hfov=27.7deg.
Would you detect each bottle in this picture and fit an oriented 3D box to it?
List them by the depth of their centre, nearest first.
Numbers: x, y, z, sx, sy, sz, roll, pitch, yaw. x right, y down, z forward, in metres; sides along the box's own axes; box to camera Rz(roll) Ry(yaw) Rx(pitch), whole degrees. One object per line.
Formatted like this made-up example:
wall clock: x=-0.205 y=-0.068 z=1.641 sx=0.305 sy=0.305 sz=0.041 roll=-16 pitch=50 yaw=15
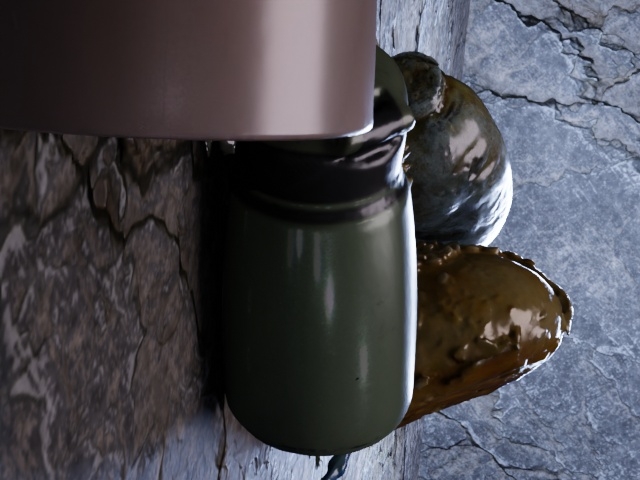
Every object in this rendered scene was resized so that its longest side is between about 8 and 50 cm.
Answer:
bottle: x=-0.001 y=-0.001 z=1.055 sx=0.168 sy=0.168 sz=0.347 roll=-67 pitch=160 yaw=-57

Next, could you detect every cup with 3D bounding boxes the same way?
cup: x=-0.073 y=-0.154 z=0.567 sx=0.253 sy=0.191 sz=0.200 roll=-134 pitch=-134 yaw=-77

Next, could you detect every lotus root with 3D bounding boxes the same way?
lotus root: x=0.134 y=-0.074 z=1.485 sx=0.349 sy=0.175 sz=0.175 roll=51 pitch=46 yaw=-57

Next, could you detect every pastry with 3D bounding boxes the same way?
pastry: x=0.113 y=0.097 z=1.458 sx=0.284 sy=0.316 sz=0.184 roll=108 pitch=-39 yaw=-73

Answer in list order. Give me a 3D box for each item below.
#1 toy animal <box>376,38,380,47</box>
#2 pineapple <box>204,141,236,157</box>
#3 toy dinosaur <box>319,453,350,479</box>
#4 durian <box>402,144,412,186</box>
toy animal: x=0.041 y=-0.230 z=1.447 sx=0.275 sy=0.054 sz=0.149 roll=74 pitch=23 yaw=-62
pineapple: x=0.010 y=-0.199 z=0.717 sx=0.362 sy=0.202 sz=0.202 roll=-53 pitch=-171 yaw=35
toy dinosaur: x=-0.077 y=0.284 z=1.022 sx=0.329 sy=0.076 sz=0.144 roll=-59 pitch=154 yaw=-16
durian: x=0.022 y=-0.045 z=1.271 sx=0.250 sy=0.138 sz=0.183 roll=23 pitch=66 yaw=-85
